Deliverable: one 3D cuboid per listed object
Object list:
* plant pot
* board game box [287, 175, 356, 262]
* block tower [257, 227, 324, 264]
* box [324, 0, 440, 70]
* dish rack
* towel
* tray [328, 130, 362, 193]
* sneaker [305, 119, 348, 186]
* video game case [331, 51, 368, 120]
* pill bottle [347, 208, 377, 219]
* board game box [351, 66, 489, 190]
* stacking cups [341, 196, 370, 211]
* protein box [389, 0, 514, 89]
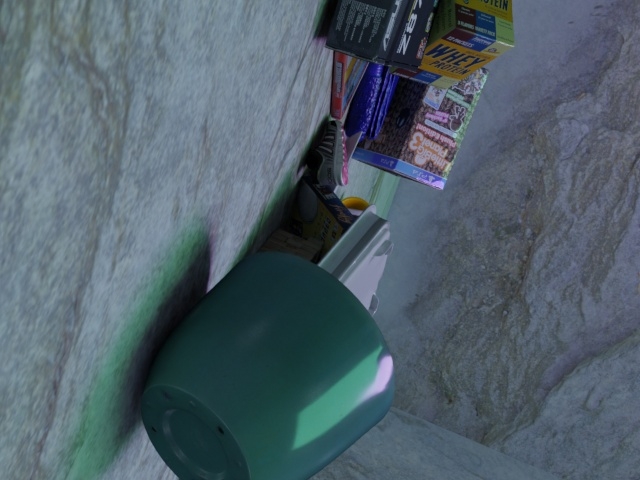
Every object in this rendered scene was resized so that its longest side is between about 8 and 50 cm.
[{"bbox_3d":[-0.089,0.197,1.194,0.235,0.293,0.293,-38,154,-41],"label":"plant pot"},{"bbox_3d":[-0.009,0.025,1.718,0.042,0.165,0.243,-7,131,-30],"label":"board game box"},{"bbox_3d":[-0.094,0.093,1.528,0.335,0.097,0.091,-52,163,-59],"label":"block tower"},{"bbox_3d":[0.143,-0.473,1.448,0.318,0.097,0.395,-20,129,-70],"label":"box"},{"bbox_3d":[0.024,0.123,1.576,0.333,0.072,0.286,-49,159,-38],"label":"dish rack"},{"bbox_3d":[0.145,-0.374,1.947,0.228,0.076,0.308,-55,165,-57],"label":"towel"},{"bbox_3d":[0.019,-0.114,1.834,0.270,0.030,0.145,120,-5,-71],"label":"tray"},{"bbox_3d":[0.009,-0.160,1.678,0.063,0.074,0.170,78,8,-46],"label":"sneaker"},{"bbox_3d":[0.071,-0.366,1.634,0.285,0.025,0.204,92,20,-68],"label":"video game case"},{"bbox_3d":[0.068,0.031,2.224,0.119,0.119,0.209,19,79,-83],"label":"pill bottle"},{"bbox_3d":[0.223,-0.288,2.114,0.232,0.141,0.291,27,-83,64],"label":"board game box"},{"bbox_3d":[0.059,0.005,2.444,0.316,0.096,0.096,110,6,-58],"label":"stacking cups"},{"bbox_3d":[0.236,-0.418,1.694,0.201,0.136,0.200,-26,-121,56],"label":"protein box"}]
